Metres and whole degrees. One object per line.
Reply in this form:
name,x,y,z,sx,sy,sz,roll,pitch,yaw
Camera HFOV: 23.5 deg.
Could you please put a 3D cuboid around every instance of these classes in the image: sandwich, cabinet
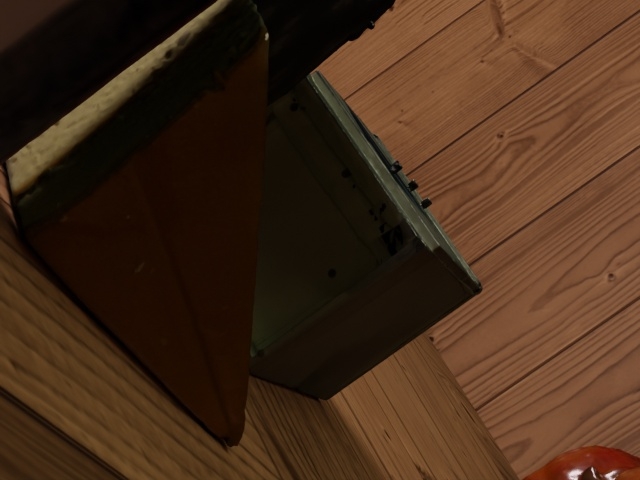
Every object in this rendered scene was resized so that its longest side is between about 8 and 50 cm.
sandwich,-0.048,-0.018,0.734,0.187,0.144,0.117,51,9,-39
cabinet,0.000,0.000,1.039,0.145,0.150,0.206,57,6,16

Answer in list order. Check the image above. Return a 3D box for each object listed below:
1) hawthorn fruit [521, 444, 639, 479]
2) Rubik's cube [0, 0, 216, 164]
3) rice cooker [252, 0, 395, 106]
hawthorn fruit,0.179,0.250,0.897,0.207,0.207,0.243,-26,93,-85
Rubik's cube,-0.106,-0.219,0.496,0.316,0.318,0.313,55,5,-10
rice cooker,-0.080,-0.173,0.857,0.224,0.267,0.267,50,5,-5
